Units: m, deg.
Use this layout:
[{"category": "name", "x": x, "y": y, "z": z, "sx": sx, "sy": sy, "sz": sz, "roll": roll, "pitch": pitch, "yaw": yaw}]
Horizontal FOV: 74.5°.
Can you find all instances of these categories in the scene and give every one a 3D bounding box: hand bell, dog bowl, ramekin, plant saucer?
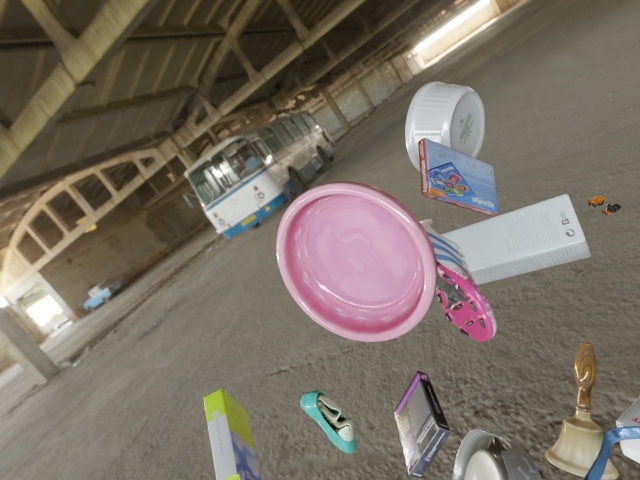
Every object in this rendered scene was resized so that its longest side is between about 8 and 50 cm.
[{"category": "hand bell", "x": 0.528, "y": 0.328, "z": 0.847, "sx": 0.126, "sy": 0.242, "sz": 0.126, "roll": 5, "pitch": -4, "yaw": 0}, {"category": "dog bowl", "x": 0.449, "y": 0.675, "z": 1.075, "sx": 0.349, "sy": 0.102, "sz": 0.348, "roll": -168, "pitch": 90, "yaw": -88}, {"category": "ramekin", "x": 0.377, "y": -0.328, "z": 1.239, "sx": 0.127, "sy": 0.272, "sz": 0.273, "roll": 14, "pitch": 46, "yaw": 45}, {"category": "plant saucer", "x": 0.070, "y": 0.039, "z": 0.833, "sx": 0.332, "sy": 0.332, "sz": 0.084, "roll": -25, "pitch": 7, "yaw": 37}]

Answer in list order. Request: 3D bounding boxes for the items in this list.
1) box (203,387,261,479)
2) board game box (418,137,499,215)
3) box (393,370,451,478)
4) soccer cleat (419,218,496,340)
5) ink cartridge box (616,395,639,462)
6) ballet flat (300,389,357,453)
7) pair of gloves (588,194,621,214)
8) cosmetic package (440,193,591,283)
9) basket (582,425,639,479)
[{"category": "box", "x": -0.149, "y": 0.362, "z": 0.732, "sx": 0.042, "sy": 0.109, "sz": 0.178, "roll": -26, "pitch": 43, "yaw": -3}, {"category": "board game box", "x": 0.359, "y": -0.156, "z": 1.079, "sx": 0.281, "sy": 0.145, "sz": 0.027, "roll": 10, "pitch": -19, "yaw": -34}, {"category": "box", "x": 0.189, "y": 0.346, "z": 0.805, "sx": 0.162, "sy": 0.029, "sz": 0.116, "roll": -87, "pitch": 21, "yaw": -72}, {"category": "soccer cleat", "x": 0.321, "y": 0.078, "z": 1.012, "sx": 0.143, "sy": 0.331, "sz": 0.116, "roll": -23, "pitch": -23, "yaw": -33}, {"category": "ink cartridge box", "x": 0.747, "y": 0.367, "z": 0.834, "sx": 0.237, "sy": 0.100, "sz": 0.172, "roll": -29, "pitch": 21, "yaw": -20}, {"category": "ballet flat", "x": 0.045, "y": 0.553, "z": 1.286, "sx": 0.087, "sy": 0.247, "sz": 0.083, "roll": -39, "pitch": 7, "yaw": 34}, {"category": "pair of gloves", "x": 0.913, "y": -0.116, "z": 1.351, "sx": 0.074, "sy": 0.010, "sz": 0.083, "roll": -26, "pitch": 45, "yaw": -17}, {"category": "cosmetic package", "x": 0.623, "y": 0.024, "z": 1.415, "sx": 0.453, "sy": 0.161, "sz": 0.230, "roll": -21, "pitch": -25, "yaw": 30}, {"category": "basket", "x": 0.567, "y": 0.335, "z": 0.630, "sx": 0.255, "sy": 0.201, "sz": 0.289, "roll": -10, "pitch": -10, "yaw": -46}]
